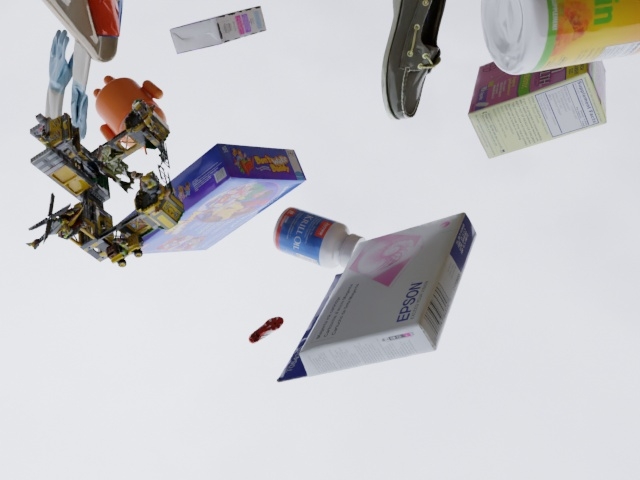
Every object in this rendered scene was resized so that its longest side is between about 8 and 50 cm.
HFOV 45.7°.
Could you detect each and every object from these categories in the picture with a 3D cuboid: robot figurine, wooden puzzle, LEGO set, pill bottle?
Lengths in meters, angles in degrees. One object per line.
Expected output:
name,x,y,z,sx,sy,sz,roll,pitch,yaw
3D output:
robot figurine,-0.458,-0.310,1.847,0.158,0.128,0.219,-32,-114,-26
wooden puzzle,-0.406,-0.524,1.350,0.080,0.348,0.322,4,-97,6
LEGO set,-0.396,-0.134,1.357,0.254,0.192,0.332,-23,-129,17
pill bottle,0.330,-0.284,0.909,0.245,0.136,0.136,-12,-133,-12
pill bottle,0.000,0.000,1.942,0.221,0.124,0.124,18,-140,23

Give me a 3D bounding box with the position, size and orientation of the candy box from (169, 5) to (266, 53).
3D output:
candy box,-0.266,-0.555,1.999,0.164,0.070,0.196,-1,-158,35

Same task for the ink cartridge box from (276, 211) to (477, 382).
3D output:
ink cartridge box,0.091,0.098,1.355,0.330,0.071,0.324,-17,-154,33

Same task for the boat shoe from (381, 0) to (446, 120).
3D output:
boat shoe,0.188,-0.384,1.489,0.091,0.305,0.109,14,-165,31

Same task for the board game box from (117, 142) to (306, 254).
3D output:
board game box,-0.233,-0.081,1.620,0.233,0.347,0.078,-3,-113,-53

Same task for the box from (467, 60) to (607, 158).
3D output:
box,0.443,-0.301,1.548,0.242,0.117,0.214,-15,-148,30

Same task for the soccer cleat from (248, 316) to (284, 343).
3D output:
soccer cleat,-0.111,0.181,1.545,0.083,0.035,0.029,-36,-90,-11

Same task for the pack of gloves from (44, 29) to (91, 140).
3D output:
pack of gloves,-0.528,-0.329,1.635,0.046,0.232,0.195,-7,-152,-43
